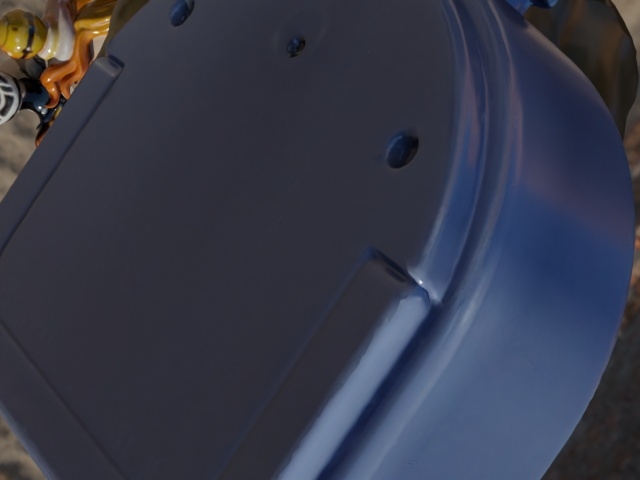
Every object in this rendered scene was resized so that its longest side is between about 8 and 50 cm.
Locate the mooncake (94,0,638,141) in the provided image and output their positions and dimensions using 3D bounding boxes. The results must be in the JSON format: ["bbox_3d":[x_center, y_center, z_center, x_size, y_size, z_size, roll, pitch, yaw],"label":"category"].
[{"bbox_3d":[0.021,-0.092,1.246,0.467,0.467,0.262,85,25,-60],"label":"mooncake"}]

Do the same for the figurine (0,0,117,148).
[{"bbox_3d":[-0.251,-0.236,1.828,0.323,0.196,0.320,-35,146,25],"label":"figurine"}]

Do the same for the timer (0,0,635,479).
[{"bbox_3d":[0.000,0.000,0.812,0.173,0.395,0.395,32,97,-38],"label":"timer"}]
